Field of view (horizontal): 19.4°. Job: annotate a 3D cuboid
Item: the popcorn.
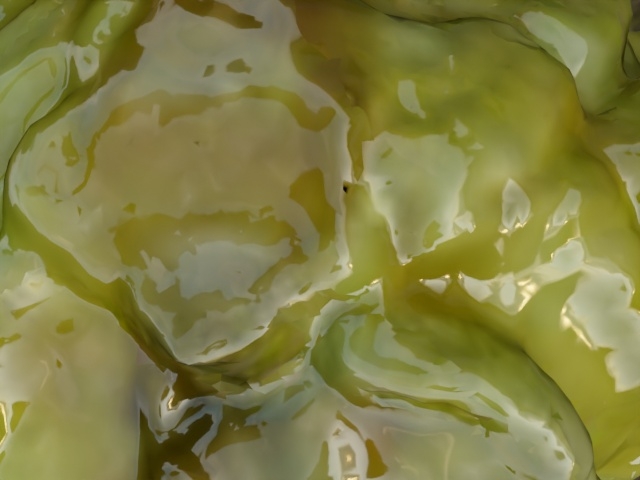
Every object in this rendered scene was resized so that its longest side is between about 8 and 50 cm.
[{"bbox_3d":[-0.004,0.006,0.462,0.235,0.217,0.181,14,121,16],"label":"popcorn"}]
